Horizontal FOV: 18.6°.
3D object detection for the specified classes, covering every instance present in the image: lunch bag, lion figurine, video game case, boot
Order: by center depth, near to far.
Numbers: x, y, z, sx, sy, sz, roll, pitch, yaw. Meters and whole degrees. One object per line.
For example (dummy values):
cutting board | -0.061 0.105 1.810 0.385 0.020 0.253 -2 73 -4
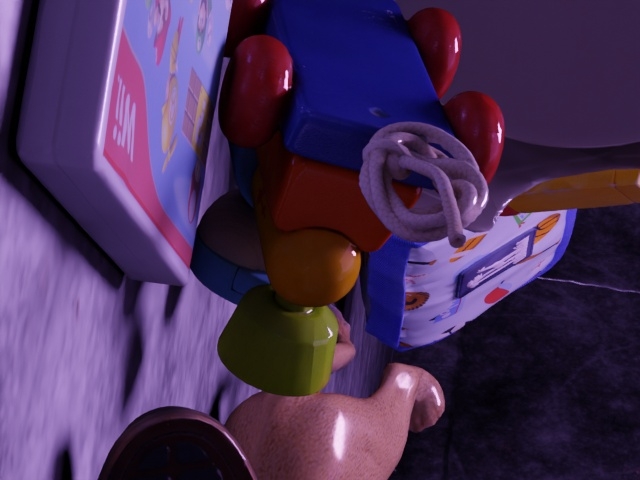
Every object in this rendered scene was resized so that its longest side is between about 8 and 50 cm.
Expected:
video game case | -0.044 -0.141 0.629 0.204 0.025 0.285 74 24 -79
boot | -0.060 0.131 0.724 0.106 0.082 0.219 -115 -159 -56
lion figurine | -0.016 0.199 1.018 0.240 0.142 0.392 38 43 -66
lunch bag | 0.148 -0.103 1.874 0.328 0.239 0.385 88 27 -68

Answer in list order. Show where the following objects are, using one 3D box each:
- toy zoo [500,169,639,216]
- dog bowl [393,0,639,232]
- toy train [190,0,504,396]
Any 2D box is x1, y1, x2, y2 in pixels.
toy zoo | 0.112 -0.108 1.151 0.030 0.293 0.192 30 63 -48
dog bowl | 0.133 -0.168 0.939 0.102 0.349 0.349 -100 -168 -56
toy train | 0.000 0.000 0.741 0.248 0.105 0.143 -105 -149 -61
